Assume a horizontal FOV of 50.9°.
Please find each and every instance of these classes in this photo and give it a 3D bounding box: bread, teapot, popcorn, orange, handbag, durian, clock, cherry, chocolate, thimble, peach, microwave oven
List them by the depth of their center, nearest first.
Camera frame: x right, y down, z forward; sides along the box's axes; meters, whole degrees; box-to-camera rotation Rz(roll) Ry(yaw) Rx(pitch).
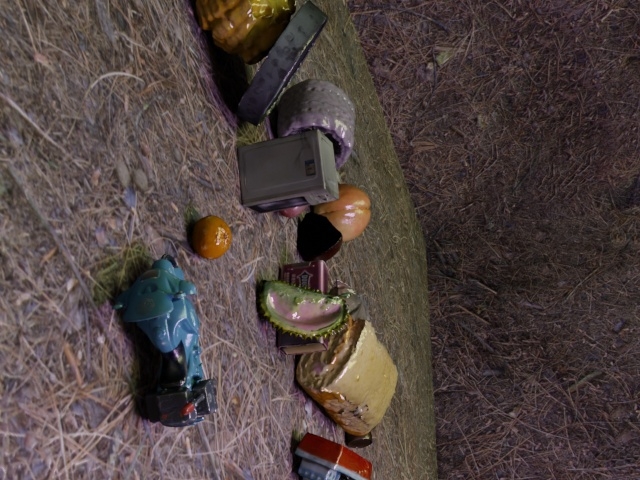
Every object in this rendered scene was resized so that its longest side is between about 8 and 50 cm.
[{"bbox_3d":[-0.205,-0.006,1.269,0.083,0.070,0.083,-7,90,-70],"label":"orange"},{"bbox_3d":[-0.165,-0.512,1.494,0.250,0.190,0.250,-4,95,-57],"label":"popcorn"},{"bbox_3d":[-0.087,-0.402,1.543,0.061,0.313,0.313,33,29,-7],"label":"clock"},{"bbox_3d":[-0.038,0.164,1.544,0.095,0.220,0.137,96,3,-74],"label":"durian"},{"bbox_3d":[-0.072,-0.155,1.565,0.129,0.204,0.163,30,54,-69],"label":"microwave oven"},{"bbox_3d":[-0.077,-0.112,1.731,0.106,0.086,0.126,-86,162,-50],"label":"cherry"},{"bbox_3d":[0.080,0.368,1.798,0.237,0.165,0.375,-60,148,-22],"label":"bread"},{"bbox_3d":[-0.013,-0.307,1.854,0.245,0.217,0.157,84,9,-59],"label":"thimble"},{"bbox_3d":[0.000,0.000,1.897,0.080,0.125,0.149,86,1,-56],"label":"chocolate"},{"bbox_3d":[0.082,0.257,2.003,0.270,0.117,0.183,68,15,-47],"label":"handbag"},{"bbox_3d":[0.112,0.577,2.005,0.121,0.076,0.068,103,-16,-50],"label":"teapot"},{"bbox_3d":[0.068,-0.087,2.054,0.184,0.184,0.184,-10,90,-74],"label":"peach"}]

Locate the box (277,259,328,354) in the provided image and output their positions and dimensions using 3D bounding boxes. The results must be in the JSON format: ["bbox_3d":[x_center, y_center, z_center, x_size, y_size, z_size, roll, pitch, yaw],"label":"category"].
[{"bbox_3d":[-0.041,0.163,1.641,0.069,0.120,0.224,63,22,-55],"label":"box"}]

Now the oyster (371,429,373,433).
[{"bbox_3d":[0.173,0.505,2.229,0.166,0.094,0.294,-86,166,-63],"label":"oyster"}]

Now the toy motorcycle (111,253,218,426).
[{"bbox_3d":[-0.227,0.156,1.020,0.182,0.123,0.272,-8,88,-84],"label":"toy motorcycle"}]

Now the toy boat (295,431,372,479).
[{"bbox_3d":[0.040,0.583,1.652,0.133,0.145,0.332,-67,150,-19],"label":"toy boat"}]
